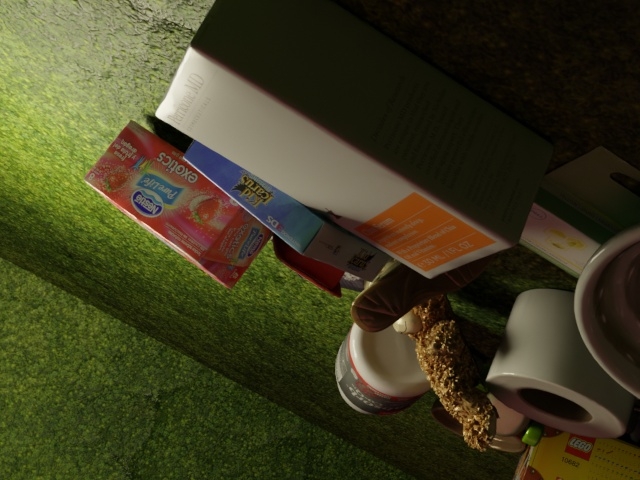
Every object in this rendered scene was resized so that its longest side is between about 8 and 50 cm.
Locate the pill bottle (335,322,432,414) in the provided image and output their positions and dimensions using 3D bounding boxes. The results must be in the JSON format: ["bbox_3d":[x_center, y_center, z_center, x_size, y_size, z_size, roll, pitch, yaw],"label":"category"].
[{"bbox_3d":[0.144,0.265,1.889,0.210,0.210,0.363,24,159,3],"label":"pill bottle"}]

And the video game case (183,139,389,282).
[{"bbox_3d":[-0.047,-0.052,1.346,0.269,0.061,0.244,39,-172,28],"label":"video game case"}]

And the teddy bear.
[{"bbox_3d":[0.224,0.227,1.573,0.245,0.113,0.338,-36,-79,-83],"label":"teddy bear"}]

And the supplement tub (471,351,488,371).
[{"bbox_3d":[0.310,0.272,1.913,0.107,0.071,0.071,32,158,-20],"label":"supplement tub"}]

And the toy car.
[{"bbox_3d":[0.386,0.281,1.720,0.155,0.188,0.149,24,125,8],"label":"toy car"}]

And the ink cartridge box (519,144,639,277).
[{"bbox_3d":[0.361,-0.029,1.178,0.171,0.056,0.235,31,160,-12],"label":"ink cartridge box"}]

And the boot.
[{"bbox_3d":[0.173,0.040,1.466,0.095,0.262,0.203,52,-165,-6],"label":"boot"}]

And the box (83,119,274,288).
[{"bbox_3d":[-0.247,-0.064,1.539,0.300,0.142,0.154,33,172,25],"label":"box"}]

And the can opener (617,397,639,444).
[{"bbox_3d":[0.609,0.366,1.763,0.076,0.095,0.283,13,156,31],"label":"can opener"}]

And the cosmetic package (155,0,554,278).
[{"bbox_3d":[0.039,-0.142,1.124,0.453,0.161,0.230,30,158,-11],"label":"cosmetic package"}]

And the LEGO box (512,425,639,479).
[{"bbox_3d":[0.701,0.582,1.964,0.500,0.193,0.372,20,167,14],"label":"LEGO box"}]

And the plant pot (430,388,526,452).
[{"bbox_3d":[0.392,0.408,2.087,0.237,0.109,0.237,21,158,9],"label":"plant pot"}]

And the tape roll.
[{"bbox_3d":[0.429,0.214,1.509,0.246,0.169,0.246,22,159,9],"label":"tape roll"}]

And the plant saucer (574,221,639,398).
[{"bbox_3d":[0.538,0.093,1.119,0.400,0.100,0.400,20,139,18],"label":"plant saucer"}]

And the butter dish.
[{"bbox_3d":[0.000,0.000,1.579,0.160,0.118,0.160,35,-159,-24],"label":"butter dish"}]

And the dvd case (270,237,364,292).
[{"bbox_3d":[0.020,0.053,1.798,0.221,0.018,0.164,13,154,32],"label":"dvd case"}]
